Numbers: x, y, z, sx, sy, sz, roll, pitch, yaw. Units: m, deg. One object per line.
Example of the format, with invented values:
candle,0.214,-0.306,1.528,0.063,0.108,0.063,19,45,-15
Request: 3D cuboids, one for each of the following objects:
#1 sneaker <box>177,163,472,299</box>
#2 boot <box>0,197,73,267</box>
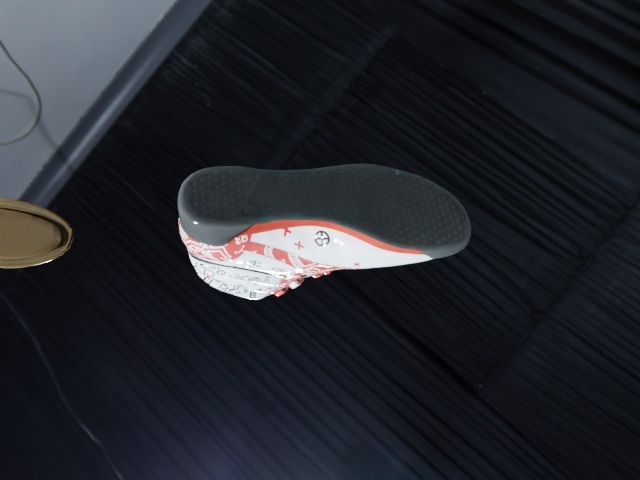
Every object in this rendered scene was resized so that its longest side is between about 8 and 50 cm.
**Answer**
sneaker,-0.001,-0.001,0.538,0.270,0.090,0.145,3,151,-9
boot,-0.557,-0.025,0.864,0.283,0.220,0.109,-6,103,-27
